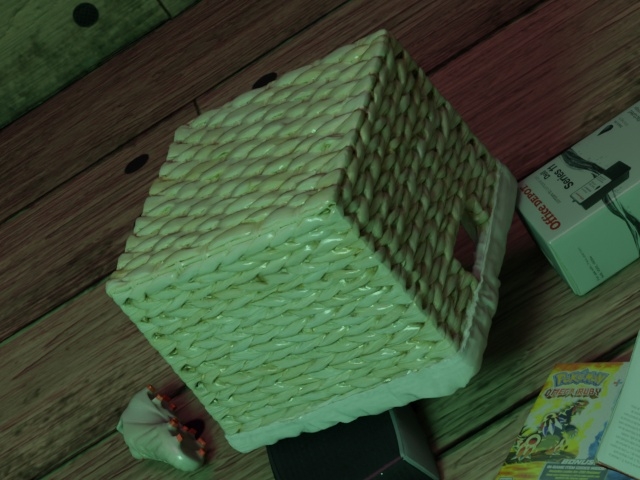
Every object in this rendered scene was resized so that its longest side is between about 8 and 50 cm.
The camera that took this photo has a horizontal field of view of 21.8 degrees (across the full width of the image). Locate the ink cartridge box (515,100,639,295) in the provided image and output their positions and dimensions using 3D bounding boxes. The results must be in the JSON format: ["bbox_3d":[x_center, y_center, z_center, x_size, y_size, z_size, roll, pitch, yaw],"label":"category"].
[{"bbox_3d":[0.329,-0.053,1.843,0.208,0.087,0.153,-35,28,3],"label":"ink cartridge box"}]

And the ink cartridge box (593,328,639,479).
[{"bbox_3d":[0.424,0.186,1.285,0.309,0.272,0.130,19,90,57],"label":"ink cartridge box"}]

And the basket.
[{"bbox_3d":[0.000,0.000,1.796,0.331,0.266,0.328,-20,33,32],"label":"basket"}]

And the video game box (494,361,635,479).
[{"bbox_3d":[0.279,0.194,1.567,0.205,0.048,0.187,-5,38,42],"label":"video game box"}]

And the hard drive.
[{"bbox_3d":[0.021,0.218,1.796,0.172,0.054,0.254,-33,28,4],"label":"hard drive"}]

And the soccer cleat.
[{"bbox_3d":[-0.192,0.241,1.990,0.076,0.068,0.196,-52,28,1],"label":"soccer cleat"}]
